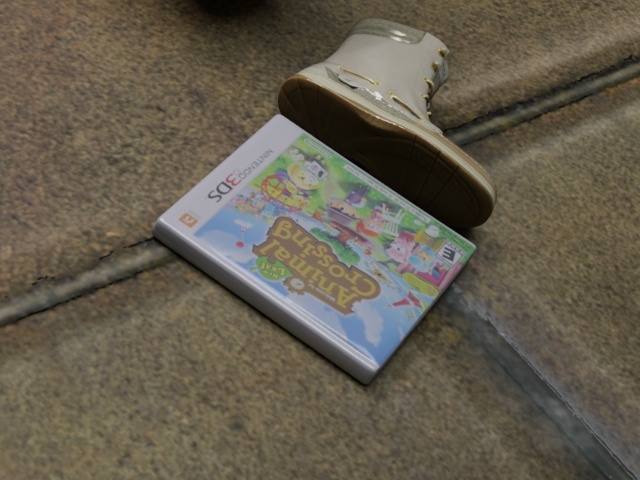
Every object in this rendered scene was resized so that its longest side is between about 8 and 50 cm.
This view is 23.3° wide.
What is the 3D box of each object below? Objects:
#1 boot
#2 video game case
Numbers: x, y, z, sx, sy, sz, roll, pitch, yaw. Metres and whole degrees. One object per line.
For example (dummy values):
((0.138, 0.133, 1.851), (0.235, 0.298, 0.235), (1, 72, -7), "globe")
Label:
((0.087, -0.112, 1.389), (0.213, 0.077, 0.165), (33, 41, 9), "boot")
((0.000, 0.000, 1.274), (0.212, 0.023, 0.193), (35, 43, 9), "video game case")
